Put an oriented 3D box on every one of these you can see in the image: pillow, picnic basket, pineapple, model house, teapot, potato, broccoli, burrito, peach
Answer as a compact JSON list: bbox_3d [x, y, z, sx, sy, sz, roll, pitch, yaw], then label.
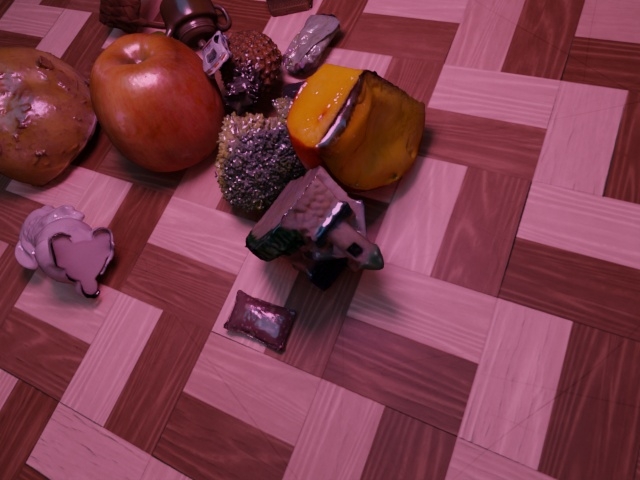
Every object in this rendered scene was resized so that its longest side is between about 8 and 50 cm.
[{"bbox_3d":[-0.163,0.206,1.157,0.185,0.043,0.118,15,70,19],"label":"pillow"},{"bbox_3d":[-0.121,-0.954,1.575,0.165,0.139,0.266,-5,67,12],"label":"picnic basket"},{"bbox_3d":[-0.222,-0.499,1.329,0.202,0.202,0.362,-12,38,9],"label":"pineapple"},{"bbox_3d":[0.001,-0.002,1.069,0.284,0.298,0.243,36,84,-15],"label":"model house"},{"bbox_3d":[-0.441,-0.772,1.574,0.268,0.185,0.175,-26,97,-28],"label":"teapot"},{"bbox_3d":[-0.989,-0.432,1.451,0.385,0.319,0.442,-12,70,22],"label":"potato"},{"bbox_3d":[-0.644,-0.924,1.646,0.337,0.337,0.293,-1,77,14],"label":"picnic basket"},{"bbox_3d":[-0.167,-0.268,1.243,0.302,0.249,0.375,34,85,21],"label":"broccoli"},{"bbox_3d":[-0.032,-0.643,1.456,0.144,0.089,0.229,20,73,35],"label":"burrito"},{"bbox_3d":[0.074,-0.283,1.142,0.242,0.380,0.306,18,103,38],"label":"peach"}]

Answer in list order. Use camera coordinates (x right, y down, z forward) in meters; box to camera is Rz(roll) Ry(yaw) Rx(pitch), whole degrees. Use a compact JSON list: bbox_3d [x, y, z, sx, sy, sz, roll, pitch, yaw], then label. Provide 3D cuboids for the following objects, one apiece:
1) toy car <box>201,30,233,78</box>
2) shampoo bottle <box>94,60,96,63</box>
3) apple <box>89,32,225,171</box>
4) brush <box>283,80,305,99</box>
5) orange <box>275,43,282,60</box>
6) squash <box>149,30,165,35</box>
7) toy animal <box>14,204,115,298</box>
[{"bbox_3d":[-0.309,-0.549,1.284,0.095,0.056,0.205,-39,45,20],"label":"toy car"},{"bbox_3d":[-0.751,-0.535,1.592,0.118,0.076,0.314,-31,64,8],"label":"shampoo bottle"},{"bbox_3d":[-0.490,-0.421,1.335,0.391,0.346,0.391,-5,61,10],"label":"apple"},{"bbox_3d":[-0.022,-0.447,1.385,0.197,0.059,0.123,-9,65,10],"label":"brush"},{"bbox_3d":[-0.175,-0.636,1.500,0.086,0.062,0.086,-6,67,15],"label":"orange"},{"bbox_3d":[-0.657,-0.717,1.654,0.201,0.066,0.066,-30,64,7],"label":"squash"},{"bbox_3d":[-0.792,0.015,1.334,0.357,0.194,0.257,12,95,35],"label":"toy animal"}]
